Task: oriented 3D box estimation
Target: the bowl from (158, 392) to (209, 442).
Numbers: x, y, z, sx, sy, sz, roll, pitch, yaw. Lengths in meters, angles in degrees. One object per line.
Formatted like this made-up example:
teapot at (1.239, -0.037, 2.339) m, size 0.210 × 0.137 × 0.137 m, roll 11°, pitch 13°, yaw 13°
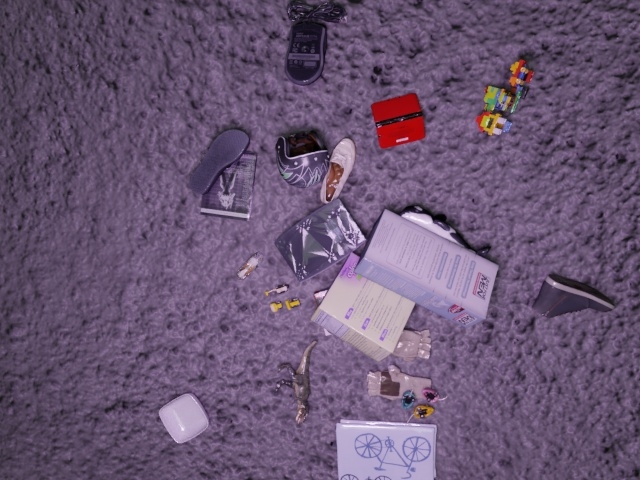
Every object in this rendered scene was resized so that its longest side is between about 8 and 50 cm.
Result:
bowl at (-0.449, 0.588, 1.525) m, size 0.142 × 0.053 × 0.142 m, roll -32°, pitch 89°, yaw 8°

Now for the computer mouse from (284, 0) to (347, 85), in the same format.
computer mouse at (-0.031, -0.592, 1.397) m, size 0.188 × 0.072 × 0.272 m, roll 10°, pitch 83°, yaw 8°

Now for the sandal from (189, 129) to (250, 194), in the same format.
sandal at (-0.321, -0.254, 1.444) m, size 0.254 × 0.054 × 0.097 m, roll -42°, pitch 81°, yaw 16°

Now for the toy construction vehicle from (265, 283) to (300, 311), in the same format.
toy construction vehicle at (-0.122, 0.185, 1.475) m, size 0.098 × 0.035 × 0.086 m, roll -21°, pitch 102°, yaw 10°

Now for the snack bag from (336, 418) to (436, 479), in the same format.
snack bag at (0.215, 0.754, 1.470) m, size 0.323 × 0.037 × 0.343 m, roll -1°, pitch 93°, yaw 7°

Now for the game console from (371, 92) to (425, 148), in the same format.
game console at (0.240, -0.368, 1.405) m, size 0.144 × 0.085 × 0.124 m, roll -12°, pitch 123°, yaw 8°

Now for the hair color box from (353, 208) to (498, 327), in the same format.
hair color box at (0.308, 0.082, 1.324) m, size 0.374 × 0.114 × 0.185 m, roll 26°, pitch 62°, yaw 1°

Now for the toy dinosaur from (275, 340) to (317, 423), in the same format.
toy dinosaur at (-0.082, 0.450, 1.474) m, size 0.118 × 0.064 × 0.268 m, roll 7°, pitch 92°, yaw -1°

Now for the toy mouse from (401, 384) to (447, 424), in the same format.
toy mouse at (0.307, 0.489, 1.415) m, size 0.161 × 0.031 × 0.143 m, roll -27°, pitch 111°, yaw 12°

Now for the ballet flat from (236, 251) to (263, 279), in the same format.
ballet flat at (-0.230, 0.086, 1.474) m, size 0.041 × 0.041 × 0.114 m, roll 44°, pitch 97°, yaw 2°

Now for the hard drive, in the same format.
hard drive at (0.000, 0.000, 1.426) m, size 0.254 × 0.054 × 0.172 m, roll -34°, pitch 89°, yaw 14°

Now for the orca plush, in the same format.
orca plush at (0.377, -0.041, 1.369) m, size 0.287 × 0.151 × 0.102 m, roll 23°, pitch 65°, yaw 7°

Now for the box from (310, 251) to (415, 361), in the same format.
box at (0.133, 0.197, 1.351) m, size 0.243 × 0.117 × 0.214 m, roll 31°, pitch 59°, yaw 2°

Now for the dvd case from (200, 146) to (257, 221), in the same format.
dvd case at (-0.297, -0.182, 1.474) m, size 0.164 × 0.018 × 0.221 m, roll 8°, pitch 93°, yaw 5°

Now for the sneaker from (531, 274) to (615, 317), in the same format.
sneaker at (0.751, 0.188, 1.363) m, size 0.222 × 0.083 × 0.118 m, roll 20°, pitch 115°, yaw -2°

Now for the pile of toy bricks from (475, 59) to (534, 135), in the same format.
pile of toy bricks at (0.528, -0.421, 1.337) m, size 0.105 × 0.118 × 0.212 m, roll 30°, pitch 115°, yaw 31°

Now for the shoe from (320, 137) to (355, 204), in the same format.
shoe at (0.055, -0.213, 1.412) m, size 0.076 × 0.058 × 0.219 m, roll 19°, pitch 96°, yaw 5°

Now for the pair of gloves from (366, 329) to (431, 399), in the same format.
pair of gloves at (0.248, 0.392, 1.437) m, size 0.204 × 0.042 × 0.240 m, roll 0°, pitch 100°, yaw 0°

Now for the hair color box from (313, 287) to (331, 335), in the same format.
hair color box at (0.032, 0.224, 1.452) m, size 0.072 × 0.043 × 0.141 m, roll -17°, pitch 92°, yaw 6°

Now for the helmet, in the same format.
helmet at (-0.051, -0.237, 1.364) m, size 0.169 × 0.169 × 0.162 m, roll -29°, pitch 69°, yaw 7°
